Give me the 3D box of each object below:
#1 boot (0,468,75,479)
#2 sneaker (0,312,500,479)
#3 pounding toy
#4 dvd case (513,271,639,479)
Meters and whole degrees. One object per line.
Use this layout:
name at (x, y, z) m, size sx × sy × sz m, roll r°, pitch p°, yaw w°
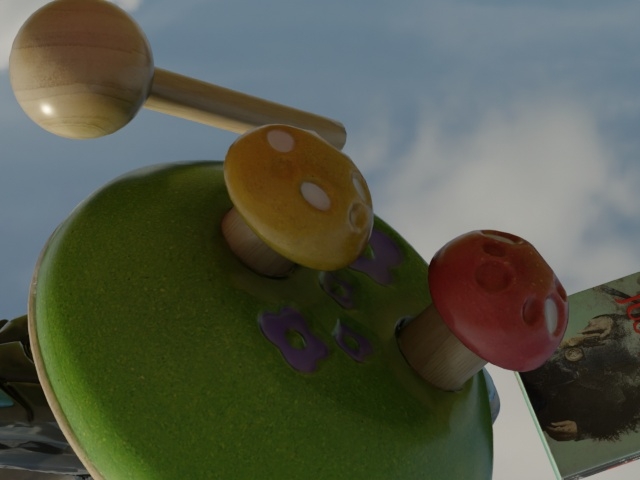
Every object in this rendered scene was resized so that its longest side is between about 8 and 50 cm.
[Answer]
boot at (-0.111, 0.135, 1.210) m, size 0.338 × 0.118 × 0.222 m, roll -37°, pitch -166°, yaw 3°
sneaker at (-0.069, 0.127, 0.975) m, size 0.341 × 0.139 × 0.125 m, roll 6°, pitch -155°, yaw -11°
pounding toy at (0.000, 0.000, 0.589) m, size 0.183 × 0.110 × 0.237 m, roll 11°, pitch -135°, yaw -39°
dvd case at (0.152, 0.056, 0.794) m, size 0.119 × 0.013 × 0.087 m, roll -17°, pitch -119°, yaw -3°
